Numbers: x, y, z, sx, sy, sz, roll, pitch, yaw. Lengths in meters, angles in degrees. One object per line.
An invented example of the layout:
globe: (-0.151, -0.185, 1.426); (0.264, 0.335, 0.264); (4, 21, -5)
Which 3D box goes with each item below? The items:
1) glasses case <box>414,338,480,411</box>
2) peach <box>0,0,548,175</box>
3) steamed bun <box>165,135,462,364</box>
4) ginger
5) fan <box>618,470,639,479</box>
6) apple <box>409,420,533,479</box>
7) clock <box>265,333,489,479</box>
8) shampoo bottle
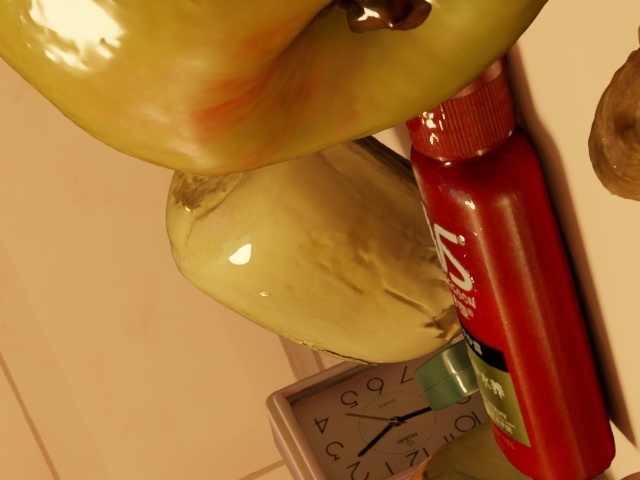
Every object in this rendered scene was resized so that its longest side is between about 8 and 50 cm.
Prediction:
glasses case: (0.123, 0.094, 1.316); (0.039, 0.078, 0.184); (63, 172, 6)
peach: (-0.021, -0.194, 0.645); (0.281, 0.314, 0.316); (23, -150, -46)
steamed bun: (0.000, 0.000, 1.299); (0.232, 0.166, 0.273); (36, -170, -26)
ginger: (0.162, -0.031, 0.730); (0.214, 0.059, 0.133); (121, 129, -79)
fan: (0.206, 0.243, 1.086); (0.074, 0.130, 0.244); (-114, 16, -53)
apple: (0.144, 0.254, 1.306); (0.207, 0.174, 0.188); (5, -155, -49)
clock: (0.067, 0.160, 1.461); (0.063, 0.197, 0.150); (76, 168, -45)
shampoo bottle: (0.118, 0.014, 1.105); (0.118, 0.076, 0.314); (-121, 10, -59)
